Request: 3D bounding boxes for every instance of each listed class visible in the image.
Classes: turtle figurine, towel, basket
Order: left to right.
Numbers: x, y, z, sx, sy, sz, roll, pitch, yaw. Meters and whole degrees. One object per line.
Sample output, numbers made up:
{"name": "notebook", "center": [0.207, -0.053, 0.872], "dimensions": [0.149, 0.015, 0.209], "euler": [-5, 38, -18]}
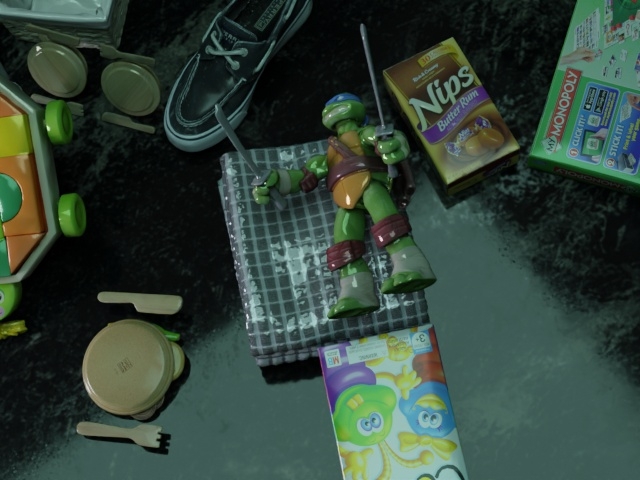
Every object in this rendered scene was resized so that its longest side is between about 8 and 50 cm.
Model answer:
{"name": "basket", "center": [-0.353, -0.333, 1.777], "dimensions": [0.167, 0.103, 0.113], "euler": [6, 72, 8]}
{"name": "towel", "center": [0.000, 0.000, 1.625], "dimensions": [0.235, 0.121, 0.283], "euler": [-12, 71, 0]}
{"name": "turtle figurine", "center": [0.014, -0.056, 1.467], "dimensions": [0.198, 0.274, 0.266], "euler": [-18, 75, 5]}

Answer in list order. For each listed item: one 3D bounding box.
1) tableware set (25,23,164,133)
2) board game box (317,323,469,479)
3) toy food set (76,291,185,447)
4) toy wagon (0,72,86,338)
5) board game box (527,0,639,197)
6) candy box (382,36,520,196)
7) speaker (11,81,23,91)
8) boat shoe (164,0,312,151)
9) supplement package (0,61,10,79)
{"name": "tableware set", "center": [-0.301, -0.225, 1.739], "dimensions": [0.194, 0.128, 0.039], "euler": [16, 43, 9]}
{"name": "board game box", "center": [0.096, 0.259, 1.517], "dimensions": [0.144, 0.142, 0.275], "euler": [-12, 71, 1]}
{"name": "toy food set", "center": [-0.238, 0.163, 1.638], "dimensions": [0.133, 0.038, 0.192], "euler": [5, 77, 14]}
{"name": "toy wagon", "center": [-0.434, -0.037, 1.622], "dimensions": [0.267, 0.068, 0.344], "euler": [-6, 98, 9]}
{"name": "board game box", "center": [0.420, -0.217, 1.704], "dimensions": [0.214, 0.046, 0.317], "euler": [17, 74, 11]}
{"name": "candy box", "center": [0.171, -0.165, 1.704], "dimensions": [0.109, 0.053, 0.186], "euler": [-27, 70, -4]}
{"name": "speaker", "center": [-0.400, -0.160, 1.704], "dimensions": [0.055, 0.136, 0.055], "euler": [-1, 71, 4]}
{"name": "boat shoe", "center": [-0.113, -0.257, 1.731], "dimensions": [0.108, 0.102, 0.301], "euler": [34, 77, 15]}
{"name": "supplement package", "center": [-0.562, -0.269, 1.712], "dimensions": [0.194, 0.149, 0.203], "euler": [-27, 89, 2]}
